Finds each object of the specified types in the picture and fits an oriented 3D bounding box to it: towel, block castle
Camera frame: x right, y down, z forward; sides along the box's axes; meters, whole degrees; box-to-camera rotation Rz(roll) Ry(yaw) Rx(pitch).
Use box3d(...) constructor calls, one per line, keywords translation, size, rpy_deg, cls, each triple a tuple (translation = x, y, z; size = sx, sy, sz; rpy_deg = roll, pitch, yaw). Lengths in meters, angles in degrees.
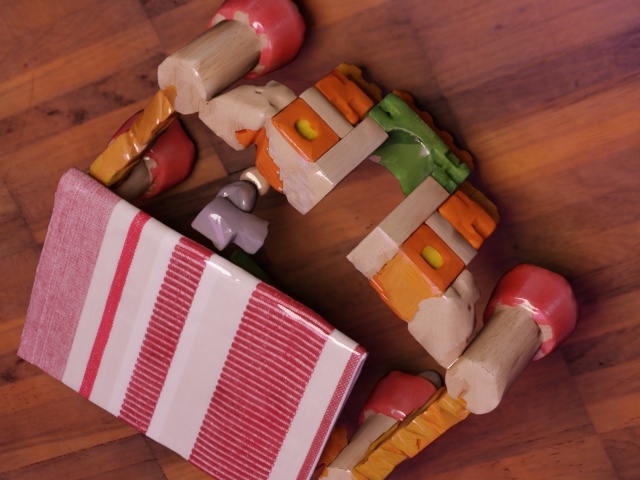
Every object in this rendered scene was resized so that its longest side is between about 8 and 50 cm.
box3d(translation=(-0.128, 0.099, 1.508), size=(0.329, 0.037, 0.237), rpy_deg=(30, 128, 11), cls="towel")
box3d(translation=(0.000, 0.000, 1.528), size=(0.453, 0.213, 0.303), rpy_deg=(46, 132, 1), cls="block castle")
